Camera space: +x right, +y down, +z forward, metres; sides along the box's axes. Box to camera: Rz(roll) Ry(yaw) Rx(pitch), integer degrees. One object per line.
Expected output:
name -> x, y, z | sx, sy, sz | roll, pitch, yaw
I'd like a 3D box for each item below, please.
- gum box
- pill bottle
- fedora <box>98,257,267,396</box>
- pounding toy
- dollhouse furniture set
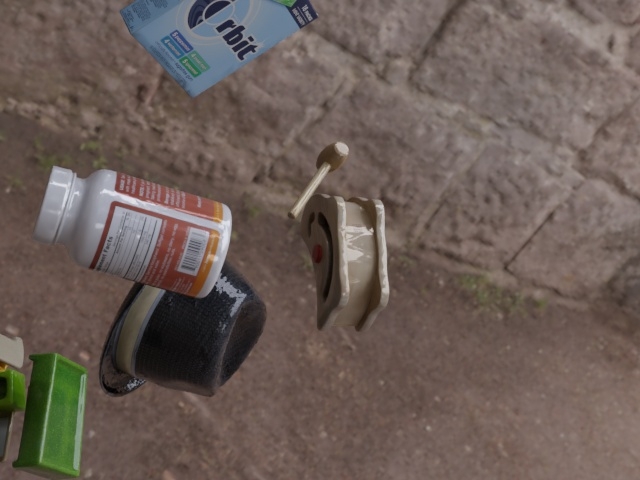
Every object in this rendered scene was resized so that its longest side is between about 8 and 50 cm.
gum box -> -0.111, -0.260, 1.120 | 0.041, 0.184, 0.157 | 62, 8, 26
pill bottle -> -0.224, -0.014, 1.159 | 0.216, 0.121, 0.121 | 17, 30, -17
fedora -> -0.183, 0.132, 1.452 | 0.152, 0.334, 0.334 | 33, 24, 13
pounding toy -> 0.000, 0.000, 1.460 | 0.155, 0.154, 0.269 | 4, 74, -22
dollhouse furniture set -> -0.458, 0.201, 1.226 | 0.301, 0.198, 0.151 | 50, 37, -60
